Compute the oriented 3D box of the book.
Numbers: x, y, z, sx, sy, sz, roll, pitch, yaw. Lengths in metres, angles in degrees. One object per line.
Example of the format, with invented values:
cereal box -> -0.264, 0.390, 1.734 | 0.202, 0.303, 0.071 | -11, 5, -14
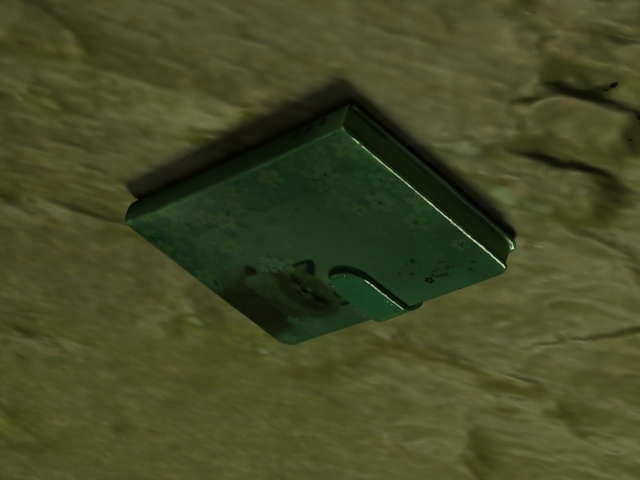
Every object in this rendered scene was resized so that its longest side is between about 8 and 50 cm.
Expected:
book -> 0.000, 0.000, 0.767 | 0.103, 0.017, 0.135 | 39, 142, -27
